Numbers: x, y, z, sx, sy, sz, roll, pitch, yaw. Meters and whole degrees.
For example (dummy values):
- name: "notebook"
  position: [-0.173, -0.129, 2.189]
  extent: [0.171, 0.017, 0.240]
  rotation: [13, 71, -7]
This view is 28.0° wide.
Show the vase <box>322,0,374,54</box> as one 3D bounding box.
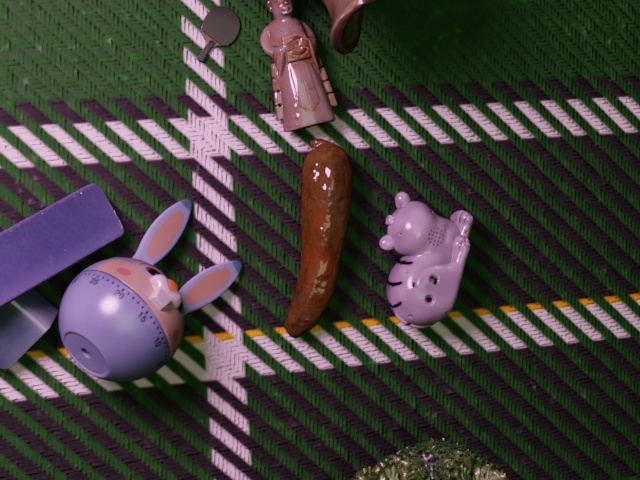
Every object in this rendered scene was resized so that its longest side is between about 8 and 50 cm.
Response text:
- name: "vase"
  position: [0.003, -0.436, 1.654]
  extent: [0.302, 0.241, 0.329]
  rotation: [38, 46, -1]

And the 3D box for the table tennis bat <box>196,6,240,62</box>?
- name: "table tennis bat"
  position: [-0.141, -0.275, 1.725]
  extent: [0.050, 0.007, 0.083]
  rotation: [33, 81, -14]

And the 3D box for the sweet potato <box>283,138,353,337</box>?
- name: "sweet potato"
  position: [0.000, 0.000, 1.741]
  extent: [0.075, 0.075, 0.273]
  rotation: [6, 94, -16]

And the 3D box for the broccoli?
- name: "broccoli"
  position: [0.146, 0.395, 1.714]
  extent: [0.269, 0.241, 0.261]
  rotation: [-26, 120, 15]

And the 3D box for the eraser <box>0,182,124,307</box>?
- name: "eraser"
  position: [-0.357, 0.011, 1.622]
  extent: [0.225, 0.036, 0.082]
  rotation: [-34, 93, -32]

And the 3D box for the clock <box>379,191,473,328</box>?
- name: "clock"
  position: [0.131, 0.030, 1.769]
  extent: [0.117, 0.080, 0.176]
  rotation: [16, 86, -16]

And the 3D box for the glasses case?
- name: "glasses case"
  position: [-0.462, 0.042, 1.617]
  extent: [0.266, 0.056, 0.105]
  rotation: [43, 79, -12]

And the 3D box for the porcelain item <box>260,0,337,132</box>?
- name: "porcelain item"
  position: [-0.037, -0.257, 1.731]
  extent: [0.084, 0.054, 0.213]
  rotation: [-14, 94, -17]

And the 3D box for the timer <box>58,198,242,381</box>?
- name: "timer"
  position: [-0.213, 0.070, 1.634]
  extent: [0.255, 0.175, 0.175]
  rotation: [-39, 101, -13]
